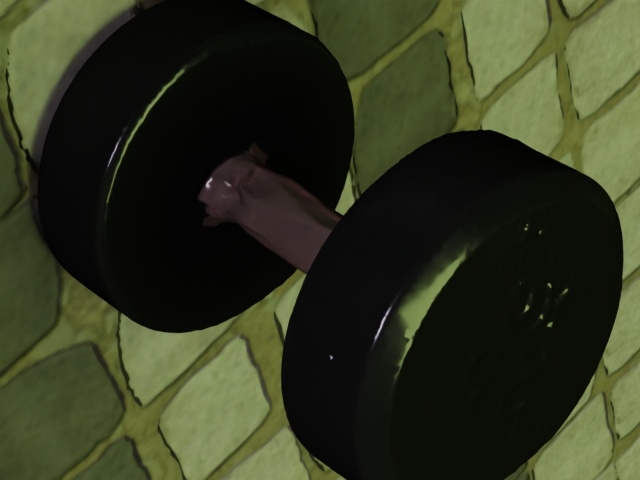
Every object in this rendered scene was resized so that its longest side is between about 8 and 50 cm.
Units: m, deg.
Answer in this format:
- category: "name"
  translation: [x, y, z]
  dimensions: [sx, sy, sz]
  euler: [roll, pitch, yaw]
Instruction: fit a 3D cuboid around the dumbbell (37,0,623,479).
- category: "dumbbell"
  translation: [0.000, 0.000, 0.732]
  dimensions: [0.152, 0.218, 0.152]
  euler: [-28, 134, -34]
